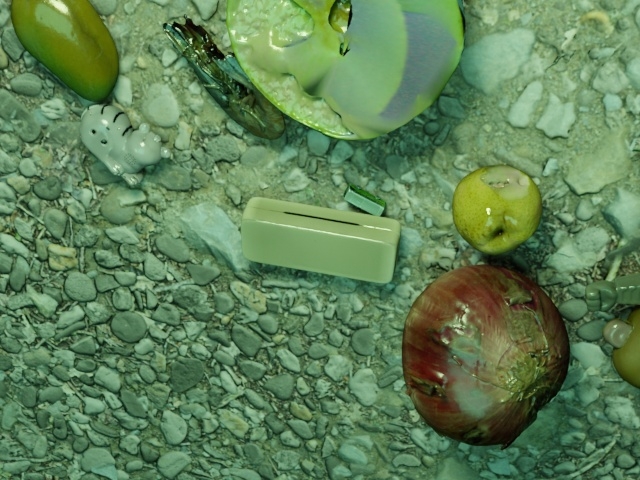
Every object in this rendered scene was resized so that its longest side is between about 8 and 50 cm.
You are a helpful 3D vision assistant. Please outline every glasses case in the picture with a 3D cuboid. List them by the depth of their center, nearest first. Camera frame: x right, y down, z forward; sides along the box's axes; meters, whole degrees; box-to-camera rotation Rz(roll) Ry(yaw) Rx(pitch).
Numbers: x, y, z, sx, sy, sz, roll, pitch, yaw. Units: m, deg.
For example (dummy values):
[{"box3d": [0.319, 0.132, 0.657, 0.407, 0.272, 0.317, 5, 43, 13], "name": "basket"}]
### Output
[{"box3d": [0.000, 0.000, 1.761, 0.313, 0.070, 0.131, 9, 139, 7], "name": "glasses case"}]

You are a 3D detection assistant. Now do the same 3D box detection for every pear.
[{"box3d": [0.048, -0.384, 1.506, 0.399, 0.165, 0.398, 5, 119, 9], "name": "pear"}, {"box3d": [0.324, -0.055, 1.629, 0.178, 0.178, 0.178, 5, 119, 9], "name": "pear"}]

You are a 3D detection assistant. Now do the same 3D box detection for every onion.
[{"box3d": [0.307, 0.218, 1.685, 0.354, 0.353, 0.353, 5, 119, 9], "name": "onion"}]

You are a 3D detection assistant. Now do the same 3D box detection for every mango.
[{"box3d": [-0.470, -0.373, 1.649, 0.156, 0.114, 0.251, -30, 108, 17], "name": "mango"}]

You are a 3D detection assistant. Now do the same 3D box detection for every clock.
[{"box3d": [-0.387, -0.205, 1.744, 0.117, 0.080, 0.176, -36, 107, 27], "name": "clock"}]

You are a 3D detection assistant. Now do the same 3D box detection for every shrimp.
[{"box3d": [-0.163, -0.294, 1.608, 0.289, 0.075, 0.178, 57, 155, -18], "name": "shrimp"}]

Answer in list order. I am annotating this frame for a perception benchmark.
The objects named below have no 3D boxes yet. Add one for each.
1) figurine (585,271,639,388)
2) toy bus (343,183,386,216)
[{"box3d": [0.670, 0.162, 1.670, 0.342, 0.167, 0.285, 42, 112, 12], "name": "figurine"}, {"box3d": [0.086, -0.079, 1.739, 0.083, 0.037, 0.031, 27, 120, -3], "name": "toy bus"}]
